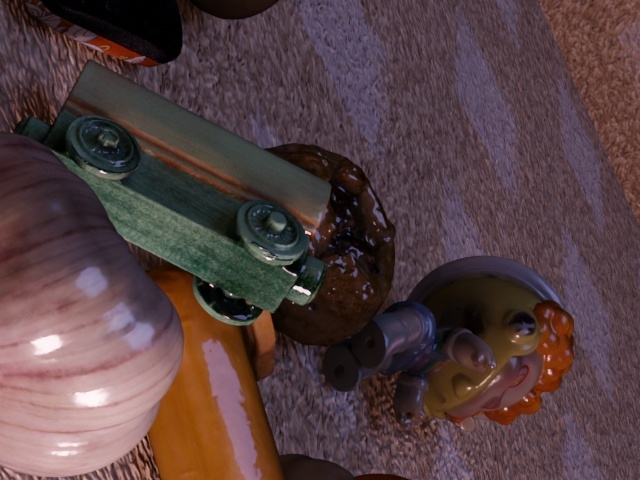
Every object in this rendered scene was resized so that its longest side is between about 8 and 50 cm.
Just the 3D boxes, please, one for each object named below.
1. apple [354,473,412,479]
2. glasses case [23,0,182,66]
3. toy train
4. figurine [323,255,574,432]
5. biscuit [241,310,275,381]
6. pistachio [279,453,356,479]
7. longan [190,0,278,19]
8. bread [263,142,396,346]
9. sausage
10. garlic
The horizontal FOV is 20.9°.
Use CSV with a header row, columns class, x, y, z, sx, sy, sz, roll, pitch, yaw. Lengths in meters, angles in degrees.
class,x,y,z,sx,sy,sz,roll,pitch,yaw
apple,0.070,0.317,1.766,0.163,0.139,0.163,48,32,-44
glasses case,-0.203,-0.230,1.594,0.266,0.067,0.103,19,55,-65
toy train,-0.118,-0.048,1.460,0.285,0.116,0.177,26,39,-8
figurine,0.155,0.107,2.051,0.205,0.224,0.382,58,16,24
biscuit,-0.083,0.057,1.609,0.142,0.029,0.221,61,-15,21
pistachio,-0.018,0.304,1.563,0.138,0.153,0.238,118,-28,-59
longan,-0.094,-0.329,1.836,0.189,0.189,0.189,52,28,-44
bread,0.000,0.000,1.849,0.230,0.123,0.230,48,32,-42
sausage,-0.092,0.176,1.496,0.112,0.112,0.328,8,64,-68
garlic,-0.235,0.060,1.157,0.253,0.245,0.245,-24,99,-33
